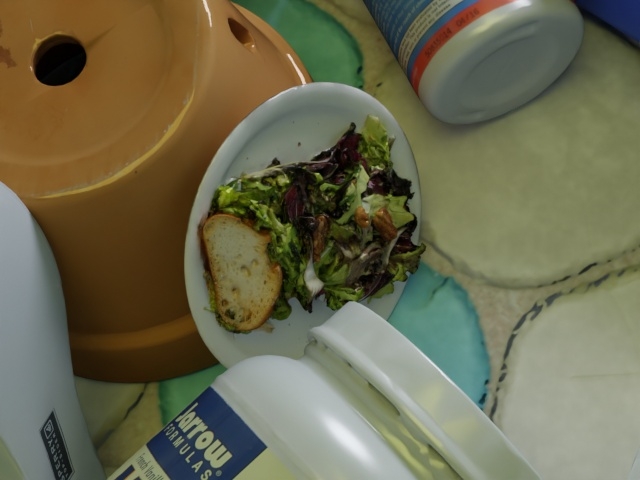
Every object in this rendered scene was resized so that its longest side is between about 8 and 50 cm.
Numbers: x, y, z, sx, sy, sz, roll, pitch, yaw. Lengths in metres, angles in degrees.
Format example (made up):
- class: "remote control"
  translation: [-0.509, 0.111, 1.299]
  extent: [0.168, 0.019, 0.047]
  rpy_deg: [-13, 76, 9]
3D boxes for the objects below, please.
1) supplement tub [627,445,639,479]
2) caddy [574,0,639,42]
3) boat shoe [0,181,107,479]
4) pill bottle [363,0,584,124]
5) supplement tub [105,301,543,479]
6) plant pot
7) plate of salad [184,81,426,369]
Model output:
- class: "supplement tub"
  translation: [0.314, 0.209, 0.753]
  extent: [0.316, 0.228, 0.228]
  rpy_deg: [10, 69, 24]
- class: "caddy"
  translation: [0.284, -0.247, 0.975]
  extent: [0.341, 0.179, 0.241]
  rpy_deg: [34, 77, 15]
- class: "boat shoe"
  translation: [-0.208, 0.095, 0.898]
  extent: [0.102, 0.301, 0.108]
  rpy_deg: [4, 37, 20]
- class: "pill bottle"
  translation: [0.081, -0.202, 1.040]
  extent: [0.124, 0.124, 0.221]
  rpy_deg: [-27, 66, -1]
- class: "supplement tub"
  translation: [-0.035, 0.214, 0.825]
  extent: [0.325, 0.235, 0.235]
  rpy_deg: [-42, 66, -8]
- class: "plant pot"
  translation: [-0.142, -0.071, 0.987]
  extent: [0.291, 0.203, 0.290]
  rpy_deg: [-4, 67, 9]
- class: "plate of salad"
  translation: [0.000, 0.000, 0.936]
  extent: [0.048, 0.200, 0.199]
  rpy_deg: [16, 69, 46]
